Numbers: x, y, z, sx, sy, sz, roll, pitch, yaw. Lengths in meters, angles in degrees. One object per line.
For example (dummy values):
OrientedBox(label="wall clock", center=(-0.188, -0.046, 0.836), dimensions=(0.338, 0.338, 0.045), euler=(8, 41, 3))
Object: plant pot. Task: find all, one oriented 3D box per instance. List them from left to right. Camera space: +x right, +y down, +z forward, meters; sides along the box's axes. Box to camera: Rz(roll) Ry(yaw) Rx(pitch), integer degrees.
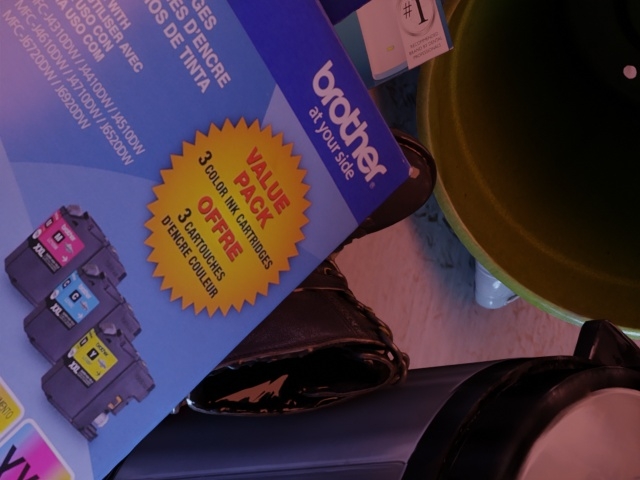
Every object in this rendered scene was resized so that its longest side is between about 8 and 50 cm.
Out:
OrientedBox(label="plant pot", center=(0.295, -0.154, 1.671), dimensions=(0.353, 0.366, 0.366), euler=(-57, 132, -63))

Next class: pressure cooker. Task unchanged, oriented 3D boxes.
OrientedBox(label="pressure cooker", center=(0.084, 0.259, 1.210), dimensions=(0.375, 0.420, 0.370), euler=(-14, 93, -51))

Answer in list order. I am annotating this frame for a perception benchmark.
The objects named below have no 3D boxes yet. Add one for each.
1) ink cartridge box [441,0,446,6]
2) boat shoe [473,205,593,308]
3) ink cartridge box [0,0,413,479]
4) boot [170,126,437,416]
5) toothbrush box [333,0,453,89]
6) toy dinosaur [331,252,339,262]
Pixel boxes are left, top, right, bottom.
OrientedBox(label="ink cartridge box", center=(-0.007, -0.287, 1.474), dimensions=(0.324, 0.071, 0.330), euler=(-44, 125, -48))
OrientedBox(label="boat shoe", center=(0.184, 0.004, 1.724), dimensions=(0.184, 0.066, 0.063), euler=(-46, 156, -54))
OrientedBox(label="ink cartridge box", center=(-0.131, -0.060, 1.072), dimensions=(0.395, 0.151, 0.270), euler=(-46, 126, -20))
OrientedBox(label="boot", center=(-0.005, 0.026, 1.242), dimensions=(0.263, 0.229, 0.091), euler=(-14, 124, -21))
OrientedBox(label="toothbrush box", center=(-0.066, -0.221, 1.258), dimensions=(0.216, 0.126, 0.296), euler=(-27, 112, -27))
OrientedBox(label="toy dinosaur", center=(0.000, 0.000, 1.478), dimensions=(0.183, 0.053, 0.093), euler=(-53, 143, -35))
